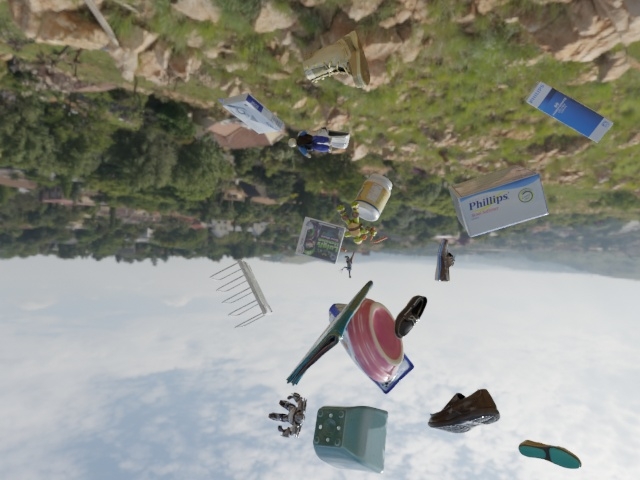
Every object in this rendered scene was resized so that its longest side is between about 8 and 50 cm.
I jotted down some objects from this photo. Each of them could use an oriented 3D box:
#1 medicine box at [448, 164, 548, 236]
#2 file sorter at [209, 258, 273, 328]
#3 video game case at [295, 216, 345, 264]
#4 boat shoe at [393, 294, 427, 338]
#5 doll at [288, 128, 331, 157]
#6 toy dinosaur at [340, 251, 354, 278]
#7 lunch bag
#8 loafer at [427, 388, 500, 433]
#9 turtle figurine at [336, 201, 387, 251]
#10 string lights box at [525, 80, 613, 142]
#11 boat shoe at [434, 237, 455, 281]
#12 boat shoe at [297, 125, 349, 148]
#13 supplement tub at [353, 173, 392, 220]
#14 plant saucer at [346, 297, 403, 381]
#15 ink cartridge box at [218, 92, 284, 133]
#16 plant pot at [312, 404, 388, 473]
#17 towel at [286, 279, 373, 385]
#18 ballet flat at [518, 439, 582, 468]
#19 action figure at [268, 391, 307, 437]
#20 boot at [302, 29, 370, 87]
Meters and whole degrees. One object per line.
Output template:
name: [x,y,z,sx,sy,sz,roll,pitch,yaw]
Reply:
medicine box: [0.619,-0.148,1.643,0.263,0.149,0.289,-18,-168,13]
file sorter: [-0.370,0.257,2.161,0.173,0.278,0.193,-28,171,-2]
video game case: [0.000,0.000,2.076,0.190,0.173,0.022,15,179,3]
boat shoe: [0.356,0.296,1.811,0.075,0.206,0.065,44,152,-11]
doll: [-0.046,-0.420,2.010,0.188,0.129,0.046,3,170,-10]
toy dinosaur: [0.116,0.101,1.781,0.090,0.082,0.047,-29,-157,-17]
lunch bag: [0.223,0.483,2.223,0.385,0.239,0.328,46,177,-25]
loafer: [0.575,0.688,1.864,0.133,0.130,0.366,22,142,-22]
turtle figurine: [0.169,-0.070,2.161,0.269,0.218,0.087,-7,-157,25]
string lights box: [0.814,-0.431,1.524,0.259,0.077,0.133,33,-152,8]
boat shoe: [0.495,0.078,1.819,0.066,0.184,0.066,10,-153,21]
boat shoe: [0.020,-0.542,2.379,0.267,0.088,0.096,10,-140,-7]
supplement tub: [0.256,-0.212,2.266,0.144,0.200,0.144,26,161,10]
plant saucer: [0.223,0.368,1.774,0.084,0.333,0.332,-27,163,28]
ink cartridge box: [-0.303,-0.534,1.966,0.223,0.046,0.223,8,162,45]
plant pot: [0.104,0.799,1.904,0.247,0.247,0.252,-13,144,35]
towel: [0.045,0.291,1.495,0.040,0.271,0.370,42,-151,5]
ballet flat: [0.889,0.814,1.783,0.232,0.080,0.073,-3,-172,44]
action figure: [-0.135,0.767,2.030,0.099,0.186,0.285,31,157,-11]
boot: [0.047,-0.559,1.496,0.203,0.262,0.095,-17,144,14]
